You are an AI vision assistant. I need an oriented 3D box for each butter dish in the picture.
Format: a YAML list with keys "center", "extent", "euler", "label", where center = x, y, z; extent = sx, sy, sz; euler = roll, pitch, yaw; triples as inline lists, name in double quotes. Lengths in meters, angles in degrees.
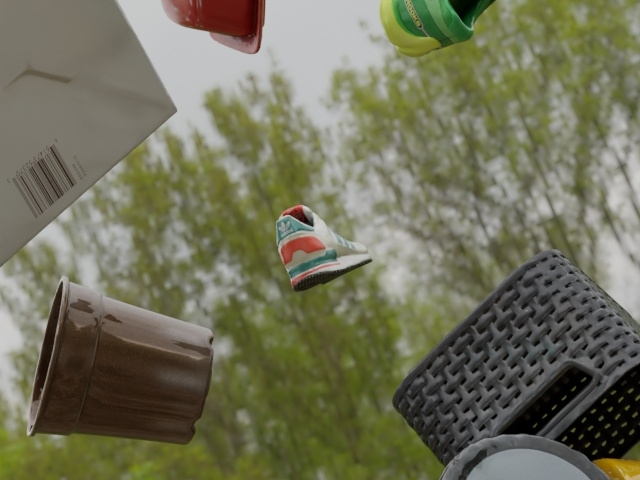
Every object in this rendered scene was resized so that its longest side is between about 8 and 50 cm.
- center: [-0.129, -0.280, 1.682]
  extent: [0.118, 0.160, 0.160]
  euler: [-4, 15, -22]
  label: "butter dish"

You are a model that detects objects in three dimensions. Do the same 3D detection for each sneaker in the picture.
- center: [0.000, 0.000, 1.499]
  extent: [0.057, 0.075, 0.161]
  euler: [-25, -3, 17]
  label: "sneaker"
- center: [0.166, -0.310, 1.609]
  extent: [0.123, 0.296, 0.109]
  euler: [8, -20, 45]
  label: "sneaker"

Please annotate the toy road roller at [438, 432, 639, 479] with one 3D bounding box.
- center: [0.158, 0.254, 0.735]
  extent: [0.240, 0.330, 0.202]
  euler: [3, -41, -12]
  label: "toy road roller"

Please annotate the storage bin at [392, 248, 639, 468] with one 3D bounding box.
- center: [0.134, 0.092, 0.892]
  extent: [0.122, 0.084, 0.180]
  euler: [-45, -29, 7]
  label: "storage bin"

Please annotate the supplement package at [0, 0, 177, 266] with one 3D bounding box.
- center: [-0.272, -0.101, 1.167]
  extent: [0.145, 0.204, 0.262]
  euler: [0, 36, 45]
  label: "supplement package"

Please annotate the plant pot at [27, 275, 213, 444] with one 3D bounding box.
- center: [-0.204, 0.134, 1.661]
  extent: [0.165, 0.167, 0.167]
  euler: [12, -32, -13]
  label: "plant pot"
